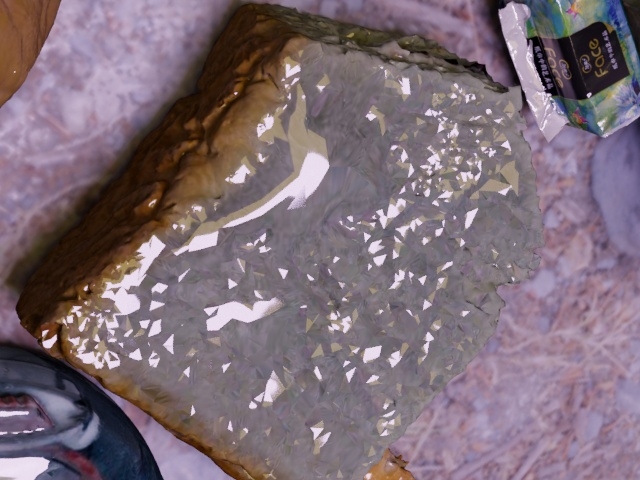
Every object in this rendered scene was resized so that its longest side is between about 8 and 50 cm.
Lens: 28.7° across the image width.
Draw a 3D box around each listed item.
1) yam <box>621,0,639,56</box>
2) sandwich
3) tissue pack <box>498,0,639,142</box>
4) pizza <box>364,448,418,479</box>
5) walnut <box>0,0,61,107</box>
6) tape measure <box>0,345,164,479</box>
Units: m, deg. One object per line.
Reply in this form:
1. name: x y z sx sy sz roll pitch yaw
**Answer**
1. yam: 0.332 -0.074 0.943 0.168 0.168 0.304 -31 115 -13
2. sandwich: -0.001 0.000 0.833 0.262 0.131 0.325 41 85 -26
3. tissue pack: 0.173 -0.134 0.898 0.079 0.085 0.111 -31 116 -12
4. pizza: 0.028 0.252 0.958 0.127 0.058 0.246 -22 112 -18
5. walnut: -0.248 -0.138 0.681 0.238 0.141 0.204 -9 113 -19
6. tape measure: -0.226 0.201 0.781 0.275 0.147 0.256 -20 112 -17
